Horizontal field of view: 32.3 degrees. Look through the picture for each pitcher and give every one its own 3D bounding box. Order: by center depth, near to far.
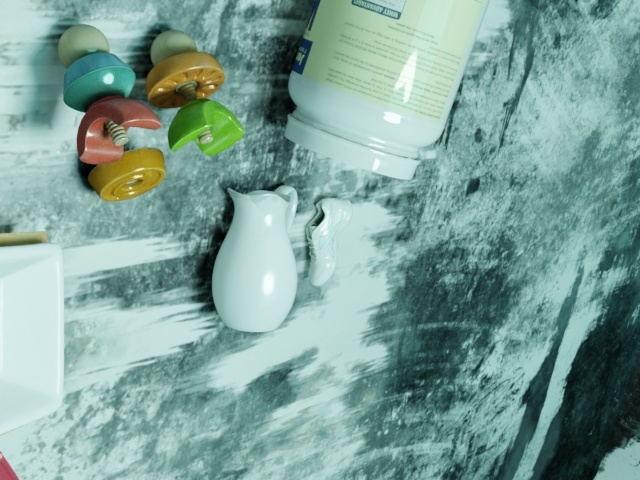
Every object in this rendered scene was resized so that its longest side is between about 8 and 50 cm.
[{"bbox_3d":[-0.083,0.021,1.652,0.178,0.126,0.207,-16,113,-63],"label":"pitcher"}]

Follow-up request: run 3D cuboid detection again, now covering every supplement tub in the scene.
[{"bbox_3d":[0.092,-0.271,1.571,0.235,0.235,0.324,6,107,-52],"label":"supplement tub"}]

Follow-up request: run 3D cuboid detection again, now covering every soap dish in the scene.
[{"bbox_3d":[-0.390,0.107,1.206,0.291,0.118,0.228,-10,101,-77],"label":"soap dish"}]

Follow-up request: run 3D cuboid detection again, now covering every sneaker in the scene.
[{"bbox_3d":[0.000,0.000,1.792,0.061,0.054,0.152,8,103,-37],"label":"sneaker"}]

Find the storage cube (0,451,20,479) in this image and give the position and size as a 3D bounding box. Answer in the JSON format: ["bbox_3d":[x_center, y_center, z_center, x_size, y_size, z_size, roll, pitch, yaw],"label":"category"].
[{"bbox_3d":[-0.465,0.321,1.302,0.193,0.184,0.215,-41,139,-25],"label":"storage cube"}]

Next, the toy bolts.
[{"bbox_3d":[-0.244,-0.168,1.356,0.218,0.158,0.228,-30,164,23],"label":"toy bolts"}]
